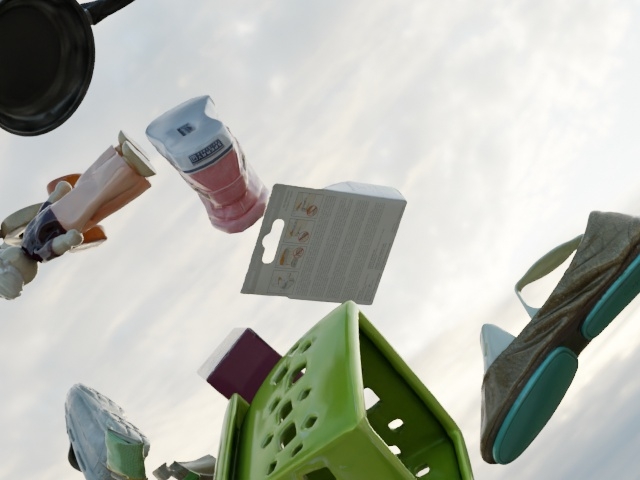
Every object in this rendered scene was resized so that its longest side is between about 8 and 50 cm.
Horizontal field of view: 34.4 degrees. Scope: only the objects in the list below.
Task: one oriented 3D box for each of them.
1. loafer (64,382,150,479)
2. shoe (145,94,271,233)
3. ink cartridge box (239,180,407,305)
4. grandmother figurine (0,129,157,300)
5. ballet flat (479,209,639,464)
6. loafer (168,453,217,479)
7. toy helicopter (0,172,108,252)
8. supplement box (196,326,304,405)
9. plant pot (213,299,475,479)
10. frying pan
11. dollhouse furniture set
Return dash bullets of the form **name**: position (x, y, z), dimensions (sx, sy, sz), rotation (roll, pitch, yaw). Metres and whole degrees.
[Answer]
- **loafer**: position (-0.356, 0.306, 1.618), dimensions (0.111, 0.112, 0.319), rotation (-56, 21, -7)
- **shoe**: position (-0.092, -0.062, 0.842), dimensions (0.063, 0.178, 0.081), rotation (-31, -67, -5)
- **ink cartridge box**: position (0.000, 0.000, 1.507), dimensions (0.225, 0.056, 0.181), rotation (7, -67, -27)
- **grandmother figurine**: position (-0.423, -0.029, 1.709), dimensions (0.342, 0.208, 0.104), rotation (-42, -69, 3)
- **ballet flat**: position (0.268, 0.101, 1.225), dimensions (0.342, 0.124, 0.116), rotation (-54, -37, -1)
- **loafer**: position (-0.180, 0.354, 1.592), dimensions (0.148, 0.056, 0.050), rotation (29, -99, -53)
- **toy helicopter**: position (-0.594, -0.002, 2.046), dimensions (0.235, 0.140, 0.355), rotation (-15, -9, -38)
- **supplement box**: position (-0.083, 0.167, 1.258), dimensions (0.081, 0.104, 0.188), rotation (-50, 4, -10)
- **plant pot**: position (0.017, 0.238, 1.052), dimensions (0.207, 0.227, 0.228), rotation (-34, 22, 16)
- **frying pan**: position (-0.344, -0.289, 1.350), dimensions (0.326, 0.053, 0.197), rotation (-63, -32, -13)
- **dollhouse furniture set**: position (-0.226, 0.300, 1.294), dimensions (0.058, 0.152, 0.076), rotation (-42, -40, -46)
